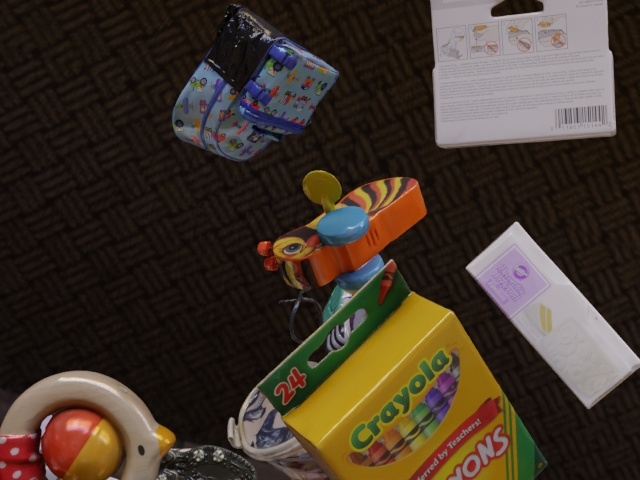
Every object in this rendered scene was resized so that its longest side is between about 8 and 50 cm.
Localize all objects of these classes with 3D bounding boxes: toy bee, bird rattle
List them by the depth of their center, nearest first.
[{"bbox_3d":[-0.262,0.226,1.020,0.253,0.143,0.207,36,94,9],"label":"bird rattle"},{"bbox_3d":[0.000,0.000,1.349,0.162,0.298,0.195,11,111,40],"label":"toy bee"}]

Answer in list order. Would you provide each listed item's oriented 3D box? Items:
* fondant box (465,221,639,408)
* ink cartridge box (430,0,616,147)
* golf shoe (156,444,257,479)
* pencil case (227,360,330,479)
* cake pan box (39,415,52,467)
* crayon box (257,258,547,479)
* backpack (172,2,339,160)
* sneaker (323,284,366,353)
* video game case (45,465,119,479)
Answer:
[{"bbox_3d":[0.319,0.096,1.418,0.096,0.330,0.238,-41,83,6],"label":"fondant box"},{"bbox_3d":[0.338,-0.295,1.685,0.296,0.066,0.261,-2,91,19],"label":"ink cartridge box"},{"bbox_3d":[-0.248,0.467,2.070,0.273,0.120,0.105,3,86,19],"label":"golf shoe"},{"bbox_3d":[0.044,0.333,1.431,0.183,0.160,0.410,-39,125,2],"label":"pencil case"},{"bbox_3d":[-0.532,0.428,1.710,0.070,0.267,0.245,30,103,16],"label":"cake pan box"},{"bbox_3d":[0.097,0.203,1.073,0.202,0.081,0.318,-43,122,-13],"label":"crayon box"},{"bbox_3d":[-0.083,-0.166,1.176,0.117,0.158,0.173,40,100,23],"label":"backpack"},{"bbox_3d":[0.061,0.146,1.765,0.098,0.223,0.083,29,118,-13],"label":"sneaker"},{"bbox_3d":[-0.218,0.458,1.189,0.300,0.036,0.329,15,99,15],"label":"video game case"}]
